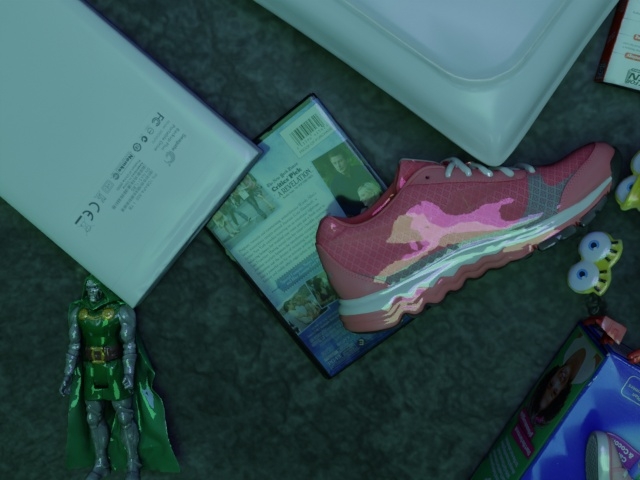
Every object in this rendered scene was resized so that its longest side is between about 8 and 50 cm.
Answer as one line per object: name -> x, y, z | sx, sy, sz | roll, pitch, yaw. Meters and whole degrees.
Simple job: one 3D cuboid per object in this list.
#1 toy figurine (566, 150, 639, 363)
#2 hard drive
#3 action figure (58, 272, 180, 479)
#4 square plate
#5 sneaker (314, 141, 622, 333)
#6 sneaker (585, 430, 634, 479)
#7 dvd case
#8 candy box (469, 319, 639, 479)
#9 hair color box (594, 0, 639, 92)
toy figurine -> 0.388, -0.046, 0.685 | 0.191, 0.217, 0.362 | 34, 84, 0
hard drive -> -0.246, -0.112, 0.849 | 0.319, 0.040, 0.210 | 40, 102, 1
action figure -> -0.232, 0.146, 0.904 | 0.137, 0.063, 0.232 | -4, 97, 9
square plate -> 0.124, -0.302, 0.751 | 0.344, 0.049, 0.347 | 36, 93, 4
sneaker -> 0.137, -0.034, 0.794 | 0.314, 0.116, 0.136 | -29, 94, -1
sneaker -> 0.282, 0.233, 0.759 | 0.070, 0.051, 0.134 | -8, 102, 6
dvd case -> 0.000, 0.000, 0.873 | 0.180, 0.022, 0.253 | -37, 96, 11
candy box -> 0.302, 0.290, 0.854 | 0.268, 0.122, 0.317 | 31, 100, -1
hair color box -> 0.319, -0.212, 0.793 | 0.072, 0.043, 0.141 | 15, 101, 2
